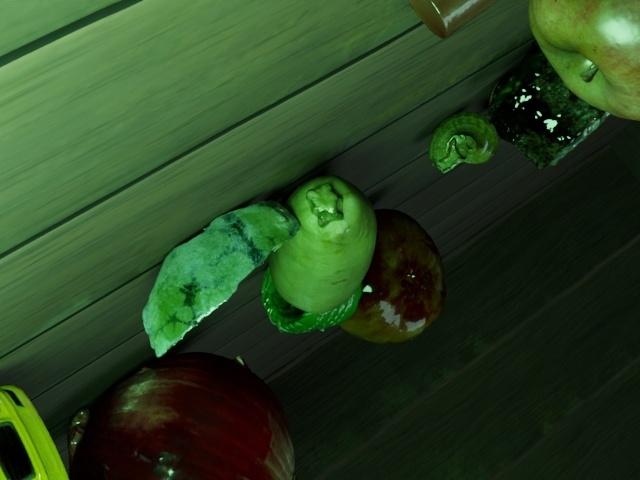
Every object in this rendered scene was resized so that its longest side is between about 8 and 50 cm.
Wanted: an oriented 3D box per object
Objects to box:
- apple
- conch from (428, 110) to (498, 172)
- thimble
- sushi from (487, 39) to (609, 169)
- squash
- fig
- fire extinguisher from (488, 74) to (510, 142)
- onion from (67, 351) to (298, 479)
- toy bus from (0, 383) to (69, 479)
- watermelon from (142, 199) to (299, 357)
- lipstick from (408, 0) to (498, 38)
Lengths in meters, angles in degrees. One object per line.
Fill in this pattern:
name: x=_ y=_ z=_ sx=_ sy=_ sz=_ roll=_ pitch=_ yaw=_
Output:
apple: x=0.284 y=-0.205 z=1.083 sx=0.174 sy=0.188 sz=0.188 roll=-46 pitch=174 yaw=-10
conch: x=0.172 y=-0.116 z=1.525 sx=0.089 sy=0.074 sz=0.121 roll=-51 pitch=171 yaw=22
thimble: x=-0.013 y=0.061 z=1.607 sx=0.090 sy=0.118 sz=0.130 roll=-13 pitch=140 yaw=-41
sushi: x=0.293 y=-0.187 z=1.442 sx=0.225 sy=0.127 sz=0.124 roll=-41 pitch=175 yaw=-27
squash: x=0.005 y=-0.006 z=1.324 sx=0.118 sy=0.118 sz=0.370 roll=-35 pitch=169 yaw=-12
fig: x=0.031 y=0.073 z=1.742 sx=0.290 sy=0.191 sz=0.190 roll=-23 pitch=180 yaw=29
fire extinguisher: x=0.265 y=-0.177 z=1.616 sx=0.099 sy=0.071 sz=0.231 roll=-55 pitch=171 yaw=5
onion: x=-0.177 y=0.306 z=1.677 sx=0.341 sy=0.341 sz=0.341 roll=-36 pitch=172 yaw=-5
toy bus: x=-0.378 y=0.269 z=1.137 sx=0.331 sy=0.145 sz=0.151 roll=-38 pitch=162 yaw=29
watermelon: x=-0.111 y=0.029 z=1.203 sx=0.187 sy=0.071 sz=0.139 roll=-43 pitch=-179 yaw=-13
lipstick: x=0.215 y=-0.266 z=0.883 sx=0.356 sy=0.057 sz=0.057 roll=-36 pitch=172 yaw=-6
